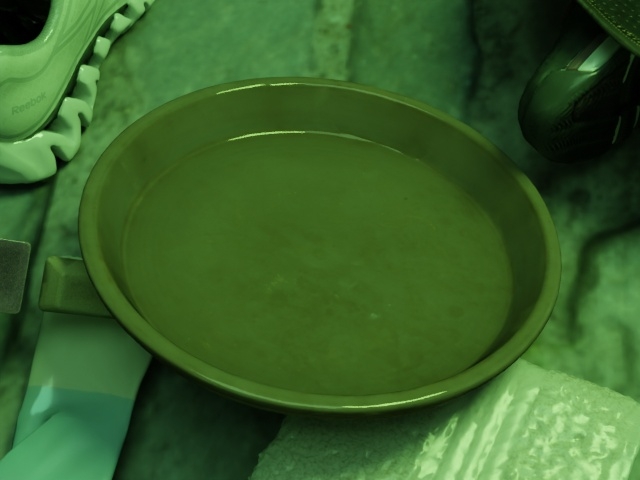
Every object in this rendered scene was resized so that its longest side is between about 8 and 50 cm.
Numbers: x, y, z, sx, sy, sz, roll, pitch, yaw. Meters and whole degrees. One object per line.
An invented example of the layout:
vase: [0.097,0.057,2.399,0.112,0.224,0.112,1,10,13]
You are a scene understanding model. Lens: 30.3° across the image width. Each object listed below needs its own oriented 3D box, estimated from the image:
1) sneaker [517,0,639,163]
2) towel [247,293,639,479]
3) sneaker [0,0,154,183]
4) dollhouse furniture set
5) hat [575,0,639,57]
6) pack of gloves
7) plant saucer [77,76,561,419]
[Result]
sneaker: [0.181,-0.170,0.794,0.162,0.106,0.281,37,57,24]
towel: [0.041,0.167,0.626,0.187,0.049,0.282,24,63,14]
sneaker: [-0.177,-0.183,0.797,0.110,0.118,0.292,8,59,8]
dollhouse furniture set: [-0.165,0.043,0.702,0.114,0.081,0.091,9,94,-24]
hat: [0.286,-0.231,0.696,0.331,0.134,0.331,1,47,-1]
pack of gloves: [-0.203,0.105,0.683,0.195,0.046,0.232,10,50,6]
plant saucer: [0.000,0.000,0.687,0.277,0.041,0.278,5,42,-5]
